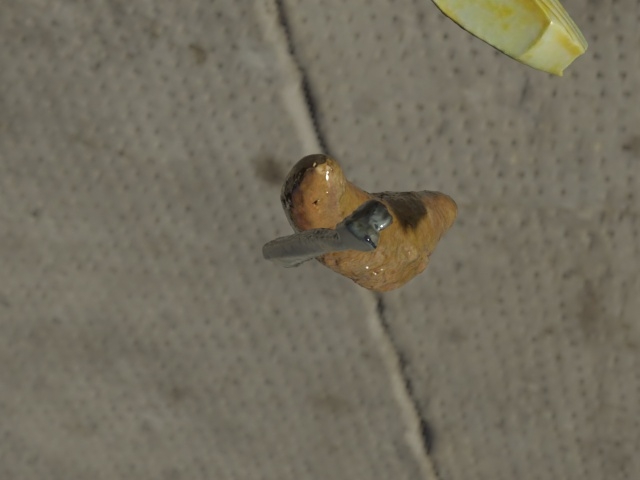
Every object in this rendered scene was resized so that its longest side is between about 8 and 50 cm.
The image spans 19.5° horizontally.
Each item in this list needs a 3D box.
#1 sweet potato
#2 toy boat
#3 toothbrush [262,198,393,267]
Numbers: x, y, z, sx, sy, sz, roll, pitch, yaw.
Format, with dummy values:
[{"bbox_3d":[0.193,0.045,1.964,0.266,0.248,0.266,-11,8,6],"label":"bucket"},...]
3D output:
[{"bbox_3d":[0.056,-0.008,1.792,0.092,0.114,0.341,11,180,27],"label":"sweet potato"},{"bbox_3d":[0.120,-0.183,1.362,0.172,0.066,0.065,38,113,-4],"label":"toy boat"},{"bbox_3d":[0.000,0.000,1.353,0.030,0.030,0.297,44,167,-7],"label":"toothbrush"}]
